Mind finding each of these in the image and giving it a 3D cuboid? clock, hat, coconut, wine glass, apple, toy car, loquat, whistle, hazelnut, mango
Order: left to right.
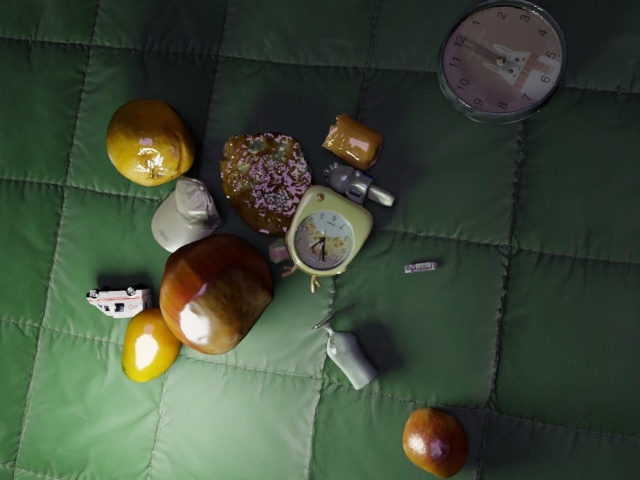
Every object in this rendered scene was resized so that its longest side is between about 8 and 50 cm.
[{"bbox_3d":[-0.666,0.204,1.779,0.210,0.089,0.108,-3,93,5],"label":"toy car"},{"bbox_3d":[-0.542,-0.319,1.713,0.276,0.276,0.283,-20,76,7],"label":"loquat"},{"bbox_3d":[-0.536,0.337,1.720,0.176,0.139,0.254,13,106,-5],"label":"mango"},{"bbox_3d":[-0.450,-0.083,1.748,0.214,0.149,0.244,44,83,10],"label":"hat"},{"bbox_3d":[-0.321,0.151,1.624,0.366,0.366,0.365,-1,86,9],"label":"hazelnut"},{"bbox_3d":[-0.124,0.029,1.712,0.083,0.082,0.081,24,119,50],"label":"coconut"},{"bbox_3d":[0.000,0.000,1.653,0.235,0.096,0.307,29,91,-14],"label":"clock"},{"bbox_3d":[0.077,0.336,1.643,0.103,0.103,0.231,-37,83,5],"label":"wine glass"},{"bbox_3d":[0.119,-0.171,1.677,0.245,0.092,0.110,24,134,13],"label":"whistle"},{"bbox_3d":[0.338,0.588,1.570,0.195,0.160,0.173,29,69,4],"label":"apple"},{"bbox_3d":[0.554,-0.551,1.646,0.387,0.076,0.385,-1,86,9],"label":"clock"}]

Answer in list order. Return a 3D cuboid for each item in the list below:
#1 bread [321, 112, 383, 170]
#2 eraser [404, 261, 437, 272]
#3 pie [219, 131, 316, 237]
[{"bbox_3d":[0.108,-0.308,1.694,0.173,0.085,0.134,30,91,10],"label":"bread"},{"bbox_3d":[0.312,0.084,1.667,0.100,0.019,0.027,-9,71,8],"label":"eraser"},{"bbox_3d":[-0.167,-0.186,1.721,0.289,0.103,0.354,-23,90,6],"label":"pie"}]
